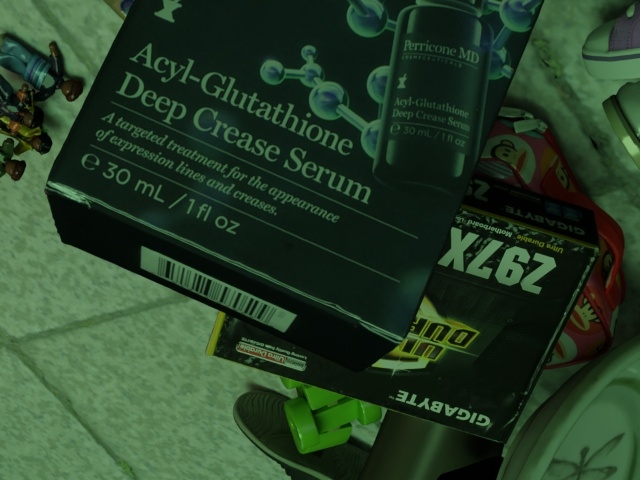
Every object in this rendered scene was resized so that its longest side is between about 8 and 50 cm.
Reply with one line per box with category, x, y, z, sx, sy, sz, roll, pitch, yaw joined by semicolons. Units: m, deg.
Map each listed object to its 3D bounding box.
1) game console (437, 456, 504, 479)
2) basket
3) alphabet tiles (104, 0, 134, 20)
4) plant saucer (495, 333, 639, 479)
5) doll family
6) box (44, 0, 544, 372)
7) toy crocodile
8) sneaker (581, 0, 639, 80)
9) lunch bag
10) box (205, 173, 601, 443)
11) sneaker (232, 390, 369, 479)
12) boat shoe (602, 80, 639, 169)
game console;0.250;0.344;1.612;0.044;0.361;0.213;-20;82;35
basket;0.147;0.222;1.652;0.154;0.204;0.226;35;134;27
alphabet tiles;-0.190;-0.313;1.416;0.237;0.009;0.198;43;136;-17
plant saucer;0.285;0.267;1.489;0.101;0.400;0.400;24;145;41
doll family;-0.348;-0.150;1.615;0.111;0.076;0.193;32;136;2
box;-0.007;-0.133;1.159;0.294;0.395;0.212;23;166;-2
toy crocodile;0.000;0.156;1.706;0.115;0.105;0.340;-21;141;-12
sneaker;0.325;-0.236;1.170;0.282;0.102;0.161;-15;104;44
lunch bag;0.187;0.006;1.448;0.258;0.120;0.293;-10;126;34
box;0.076;0.044;1.361;0.322;0.079;0.257;18;122;-4
sneaker;-0.034;0.296;1.886;0.222;0.083;0.118;34;144;-1
boat shoe;0.376;-0.065;1.276;0.103;0.113;0.302;-38;129;26
